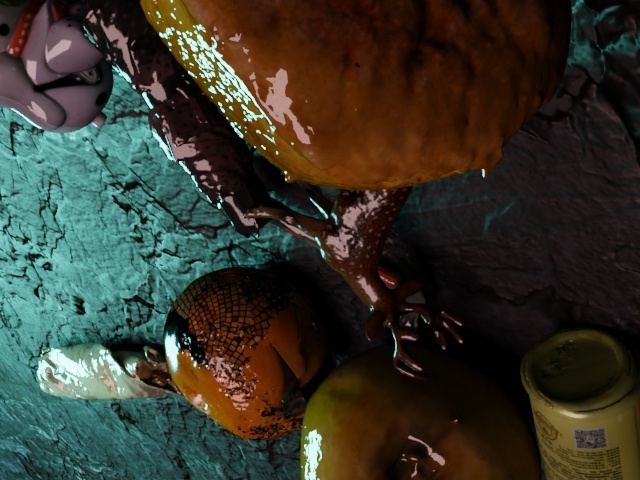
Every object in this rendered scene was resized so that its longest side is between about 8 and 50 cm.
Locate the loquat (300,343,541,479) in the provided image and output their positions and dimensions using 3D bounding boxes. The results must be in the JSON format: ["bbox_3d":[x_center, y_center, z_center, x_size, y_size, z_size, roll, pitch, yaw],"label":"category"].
[{"bbox_3d":[0.103,0.254,1.073,0.275,0.275,0.275,24,143,20],"label":"loquat"}]

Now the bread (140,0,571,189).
[{"bbox_3d":[0.025,-0.184,0.636,0.312,0.312,0.172,49,156,-14],"label":"bread"}]

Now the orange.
[{"bbox_3d":[-0.093,0.143,1.207,0.234,0.182,0.234,33,158,16],"label":"orange"}]

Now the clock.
[{"bbox_3d":[-0.334,-0.216,1.041,0.254,0.189,0.189,37,147,-19],"label":"clock"}]

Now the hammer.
[{"bbox_3d":[0.000,0.000,1.077,0.288,0.033,0.111,30,145,14],"label":"hammer"}]

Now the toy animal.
[{"bbox_3d":[0.047,-0.003,0.951,0.260,0.087,0.243,34,133,18],"label":"toy animal"}]

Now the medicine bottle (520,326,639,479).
[{"bbox_3d":[0.284,0.208,0.980,0.124,0.124,0.239,11,137,35],"label":"medicine bottle"}]

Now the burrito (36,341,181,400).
[{"bbox_3d":[-0.390,0.227,1.656,0.392,0.076,0.117,-6,119,43],"label":"burrito"}]

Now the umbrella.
[{"bbox_3d":[-0.143,-0.143,0.992,0.094,0.090,0.326,-12,118,49],"label":"umbrella"}]
